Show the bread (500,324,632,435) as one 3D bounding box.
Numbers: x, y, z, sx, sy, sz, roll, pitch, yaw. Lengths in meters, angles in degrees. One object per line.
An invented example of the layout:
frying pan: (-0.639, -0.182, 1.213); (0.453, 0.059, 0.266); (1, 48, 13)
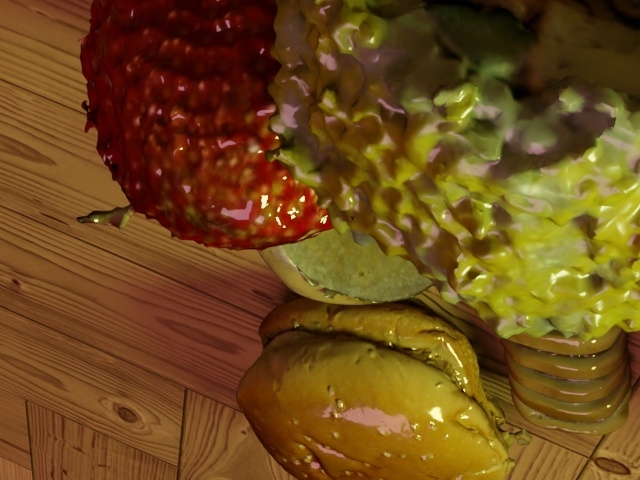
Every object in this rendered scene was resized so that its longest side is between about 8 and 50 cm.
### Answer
bread: (0.243, 0.114, 1.530); (0.134, 0.081, 0.225); (11, 144, 26)

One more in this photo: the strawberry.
strawberry: (-0.082, -0.122, 1.205); (0.292, 0.343, 0.292); (11, 132, 12)

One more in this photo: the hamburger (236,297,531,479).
hamburger: (0.064, 0.190, 1.685); (0.314, 0.170, 0.290); (3, 146, 30)

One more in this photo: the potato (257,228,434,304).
potato: (0.000, 0.000, 1.499); (0.243, 0.138, 0.098); (45, 148, -20)

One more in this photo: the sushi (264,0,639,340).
sushi: (0.158, -0.138, 0.971); (0.351, 0.396, 0.240); (16, 142, 6)
